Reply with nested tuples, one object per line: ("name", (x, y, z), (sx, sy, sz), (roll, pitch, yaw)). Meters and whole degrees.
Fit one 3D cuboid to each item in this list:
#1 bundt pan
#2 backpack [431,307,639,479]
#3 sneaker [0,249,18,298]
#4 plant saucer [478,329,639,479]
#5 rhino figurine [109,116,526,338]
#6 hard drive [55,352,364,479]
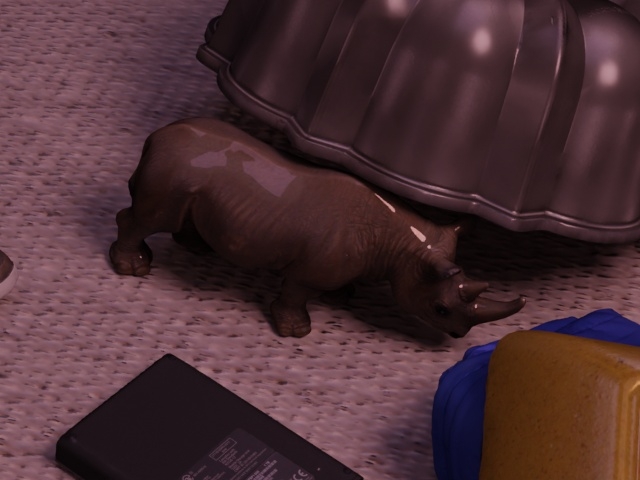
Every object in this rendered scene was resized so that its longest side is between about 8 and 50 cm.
("bundt pan", (0.099, -0.127, 1.207), (0.331, 0.124, 0.331), (16, 23, -7))
("backpack", (0.116, 0.098, 1.056), (0.120, 0.098, 0.101), (-21, 25, -25))
("sneaker", (-0.245, -0.010, 1.119), (0.158, 0.065, 0.061), (20, 41, 10))
("plant saucer", (0.235, 0.194, 0.903), (0.333, 0.081, 0.332), (9, 60, -2))
("rhino figurine", (0.000, 0.000, 1.130), (0.243, 0.106, 0.073), (19, 42, 9))
("hard drive", (-0.059, 0.120, 1.044), (0.135, 0.022, 0.094), (31, 45, 22))
